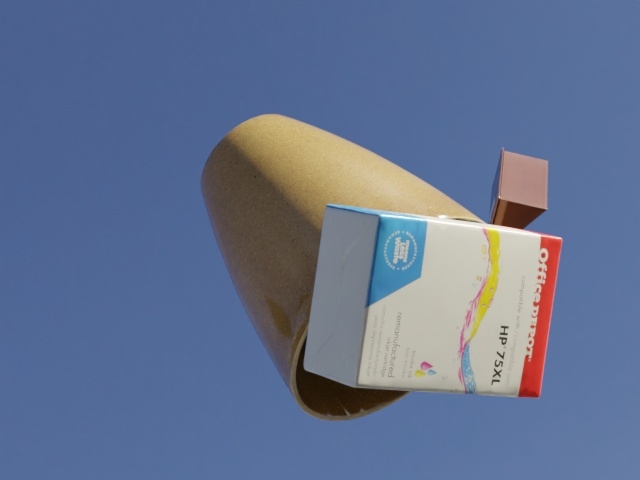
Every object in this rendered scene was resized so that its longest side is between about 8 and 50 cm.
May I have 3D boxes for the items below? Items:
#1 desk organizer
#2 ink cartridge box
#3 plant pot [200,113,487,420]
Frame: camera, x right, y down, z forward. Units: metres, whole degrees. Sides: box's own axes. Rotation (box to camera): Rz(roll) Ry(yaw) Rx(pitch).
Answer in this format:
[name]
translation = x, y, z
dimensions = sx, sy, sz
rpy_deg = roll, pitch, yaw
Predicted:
[desk organizer]
translation = 0.200, -0.044, 1.673
dimensions = 0.050, 0.130, 0.047
rpy_deg = 13, -64, 2
[ink cartridge box]
translation = 0.108, 0.051, 1.311
dimensions = 0.231, 0.078, 0.134
rpy_deg = 6, -87, -34
[plant pot]
translation = 0.000, 0.000, 1.564
dimensions = 0.237, 0.254, 0.237
rpy_deg = -27, -37, -23
